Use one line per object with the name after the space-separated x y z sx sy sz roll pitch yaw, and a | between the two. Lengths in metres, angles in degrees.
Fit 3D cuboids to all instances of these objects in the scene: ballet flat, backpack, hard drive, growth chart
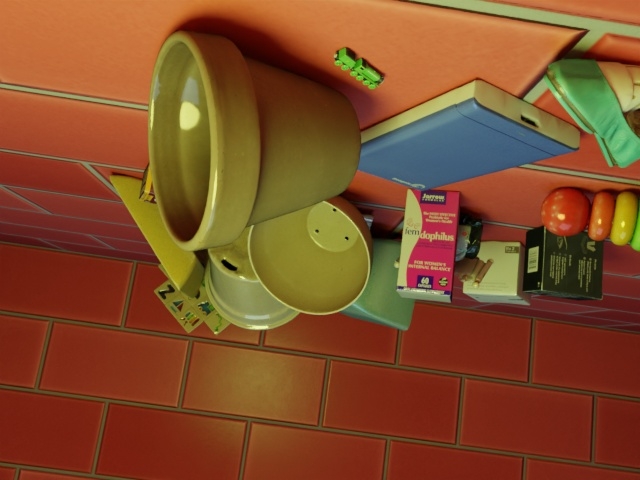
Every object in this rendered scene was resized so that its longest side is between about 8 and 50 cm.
0.341 -0.158 0.641 0.087 0.083 0.247 -30 149 32 | ballet flat
0.286 -0.009 1.312 0.182 0.115 0.152 8 173 15 | backpack
0.194 -0.146 0.862 0.210 0.040 0.318 14 168 -29 | hard drive
0.302 0.050 1.360 0.237 0.021 0.172 13 -153 33 | growth chart

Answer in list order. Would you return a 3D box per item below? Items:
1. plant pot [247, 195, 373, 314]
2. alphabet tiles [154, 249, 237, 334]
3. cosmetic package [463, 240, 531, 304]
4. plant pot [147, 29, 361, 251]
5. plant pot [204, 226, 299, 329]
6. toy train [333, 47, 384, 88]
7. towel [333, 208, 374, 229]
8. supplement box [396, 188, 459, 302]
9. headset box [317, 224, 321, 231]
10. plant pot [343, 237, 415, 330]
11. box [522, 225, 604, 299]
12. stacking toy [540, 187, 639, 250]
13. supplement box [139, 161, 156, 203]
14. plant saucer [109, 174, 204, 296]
0.000 0.000 1.283 0.284 0.284 0.191 4 -155 19 | plant pot
-0.313 0.107 1.675 0.285 0.342 0.011 46 162 15 | alphabet tiles
0.510 0.095 1.586 0.151 0.151 0.183 -1 166 33 | cosmetic package
-0.080 -0.123 0.723 0.229 0.263 0.263 -5 177 -32 | plant pot
-0.178 0.048 1.529 0.334 0.334 0.305 7 158 2 | plant pot
0.049 -0.212 0.686 0.023 0.017 0.083 -16 156 40 | toy train
0.063 -0.055 1.469 0.144 0.029 0.197 10 169 2 | towel
0.232 0.012 1.178 0.111 0.220 0.114 4 167 15 | supplement box
0.002 -0.044 1.426 0.062 0.032 0.083 2 167 40 | headset box
0.110 0.098 1.586 0.252 0.248 0.247 19 172 -41 | plant pot
0.582 0.058 1.331 0.158 0.156 0.093 9 170 -7 | box
0.566 -0.039 0.981 0.330 0.141 0.141 11 171 23 | stacking toy
-0.305 -0.117 1.260 0.188 0.081 0.104 12 168 -23 | supplement box
-0.413 -0.013 1.485 0.081 0.333 0.333 -32 175 -12 | plant saucer
